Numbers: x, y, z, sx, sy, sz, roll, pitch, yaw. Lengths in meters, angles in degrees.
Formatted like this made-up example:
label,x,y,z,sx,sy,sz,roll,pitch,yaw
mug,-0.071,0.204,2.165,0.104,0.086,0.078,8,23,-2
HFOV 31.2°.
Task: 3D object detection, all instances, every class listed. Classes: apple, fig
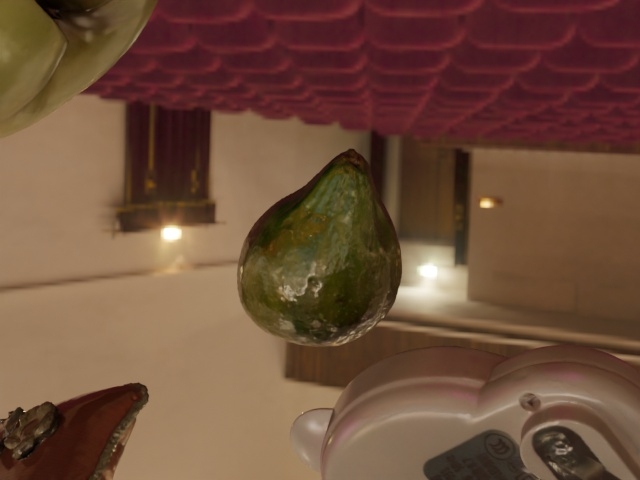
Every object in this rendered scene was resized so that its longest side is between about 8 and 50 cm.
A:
label,x,y,z,sx,sy,sz,roll,pitch,yaw
apple,-0.260,-0.220,0.849,0.254,0.292,0.292,40,-169,5
fig,0.000,0.000,0.829,0.123,0.156,0.123,1,-145,-1

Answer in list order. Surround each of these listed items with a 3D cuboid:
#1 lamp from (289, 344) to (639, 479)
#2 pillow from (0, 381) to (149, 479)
label,x,y,z,sx,sy,sz,roll,pitch,yaw
lamp,0.108,0.135,0.739,0.246,0.179,0.108,-28,-156,35
pillow,-0.208,0.186,0.803,0.171,0.179,0.075,-22,131,38
